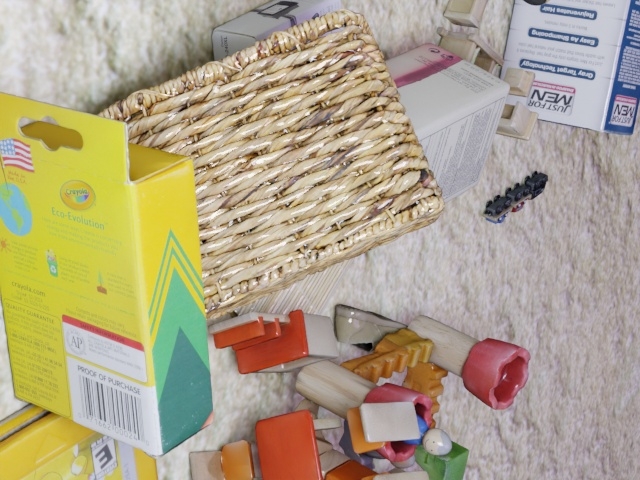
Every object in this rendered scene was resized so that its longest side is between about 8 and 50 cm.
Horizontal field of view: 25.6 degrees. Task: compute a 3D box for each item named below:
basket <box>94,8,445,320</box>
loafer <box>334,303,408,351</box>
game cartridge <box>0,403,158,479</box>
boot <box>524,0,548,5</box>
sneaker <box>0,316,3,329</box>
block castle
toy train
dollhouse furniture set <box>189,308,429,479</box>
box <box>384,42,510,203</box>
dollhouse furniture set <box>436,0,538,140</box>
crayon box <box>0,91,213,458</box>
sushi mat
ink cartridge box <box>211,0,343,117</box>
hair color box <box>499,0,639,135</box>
[{"bbox_3d":[-0.050,-0.067,1.416,0.213,0.299,0.223,56,10,-85],"label":"basket"},{"bbox_3d":[0.063,0.117,1.806,0.148,0.056,0.050,21,89,-47],"label":"loafer"},{"bbox_3d":[-0.271,0.315,1.437,0.285,0.052,0.324,-31,125,-43],"label":"game cartridge"},{"bbox_3d":[0.194,-0.341,1.763,0.198,0.077,0.137,46,67,-15],"label":"boot"},{"bbox_3d":[-0.401,0.110,1.151,0.295,0.104,0.147,2,103,-47],"label":"sneaker"},{"bbox_3d":[0.101,0.344,1.753,0.303,0.212,0.453,-15,123,-48],"label":"block castle"},{"bbox_3d":[0.284,-0.060,2.053,0.158,0.027,0.036,-30,136,-44],"label":"toy train"},{"bbox_3d":[-0.038,0.214,1.555,0.135,0.262,0.259,7,69,-52],"label":"dollhouse furniture set"},{"bbox_3d":[0.093,-0.116,1.629,0.232,0.127,0.149,-28,143,-47],"label":"box"},{"bbox_3d":[0.233,-0.224,1.808,0.101,0.161,0.182,29,80,-53],"label":"dollhouse furniture set"},{"bbox_3d":[-0.204,0.018,1.285,0.081,0.202,0.319,-29,125,-45],"label":"crayon box"},{"bbox_3d":[0.000,0.000,1.705,0.317,0.019,0.151,-58,142,-21],"label":"sushi mat"},{"bbox_3d":[-0.042,-0.199,1.536,0.150,0.063,0.109,-35,130,-42],"label":"ink cartridge box"},{"bbox_3d":[0.366,-0.330,1.935,0.105,0.174,0.347,0,103,-54],"label":"hair color box"}]
